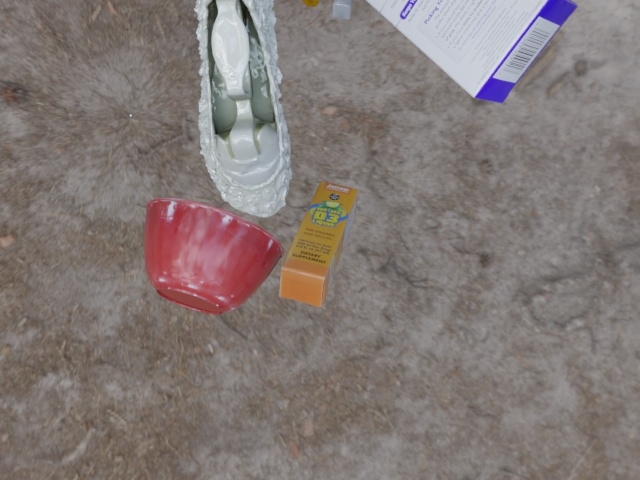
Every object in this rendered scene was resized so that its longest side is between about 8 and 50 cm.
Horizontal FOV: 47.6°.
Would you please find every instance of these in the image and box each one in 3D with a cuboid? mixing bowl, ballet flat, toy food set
[{"bbox_3d":[-0.145,0.031,0.899,0.181,0.181,0.098,23,71,-17],"label":"mixing bowl"},{"bbox_3d":[-0.125,-0.209,1.089,0.147,0.147,0.408,-12,114,-12],"label":"ballet flat"},{"bbox_3d":[0.082,-0.574,1.633,0.232,0.111,0.104,11,59,7],"label":"toy food set"}]

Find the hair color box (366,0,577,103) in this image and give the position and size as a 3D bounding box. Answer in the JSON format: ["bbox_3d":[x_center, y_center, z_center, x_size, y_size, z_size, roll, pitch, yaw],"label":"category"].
[{"bbox_3d":[0.206,-0.392,1.141,0.110,0.339,0.185,-7,140,-52],"label":"hair color box"}]

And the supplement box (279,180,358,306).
[{"bbox_3d":[0.000,0.000,1.237,0.078,0.233,0.080,13,133,8],"label":"supplement box"}]
